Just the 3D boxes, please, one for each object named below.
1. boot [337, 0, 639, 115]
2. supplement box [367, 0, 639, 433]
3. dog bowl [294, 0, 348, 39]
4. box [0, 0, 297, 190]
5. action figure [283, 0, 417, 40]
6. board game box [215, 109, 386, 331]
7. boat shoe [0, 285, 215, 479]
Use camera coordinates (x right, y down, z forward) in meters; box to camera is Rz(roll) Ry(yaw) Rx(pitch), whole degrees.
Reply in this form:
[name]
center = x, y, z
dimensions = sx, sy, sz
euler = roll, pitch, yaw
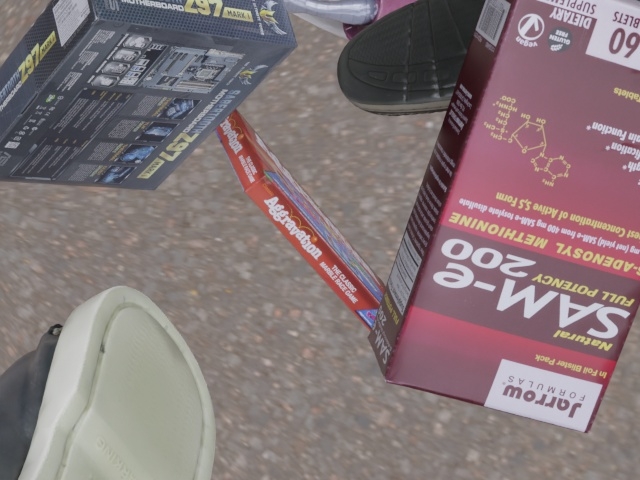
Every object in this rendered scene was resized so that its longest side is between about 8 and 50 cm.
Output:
[boot]
center = 0.146, -0.095, 0.996
dimensions = 0.236, 0.178, 0.085
euler = -11, 60, 15
[supplement box]
center = 0.126, -0.023, 0.828
dimensions = 0.130, 0.073, 0.239
euler = 15, 105, -10
[dog bowl]
center = -0.044, -0.358, 1.760
dimensions = 0.349, 0.349, 0.102
euler = 31, 90, -16
[box]
center = -0.157, -0.123, 1.169
dimensions = 0.183, 0.233, 0.059
euler = 2, 61, -38
[action figure]
center = 0.092, -0.317, 1.421
dimensions = 0.276, 0.248, 0.370
euler = -3, 134, 18
[board game box]
center = 0.000, 0.000, 1.358
dimensions = 0.027, 0.145, 0.281
euler = -37, 127, 5
[boat shoe]
center = -0.130, 0.137, 0.527
dimensions = 0.113, 0.340, 0.127
euler = -26, 116, 20
